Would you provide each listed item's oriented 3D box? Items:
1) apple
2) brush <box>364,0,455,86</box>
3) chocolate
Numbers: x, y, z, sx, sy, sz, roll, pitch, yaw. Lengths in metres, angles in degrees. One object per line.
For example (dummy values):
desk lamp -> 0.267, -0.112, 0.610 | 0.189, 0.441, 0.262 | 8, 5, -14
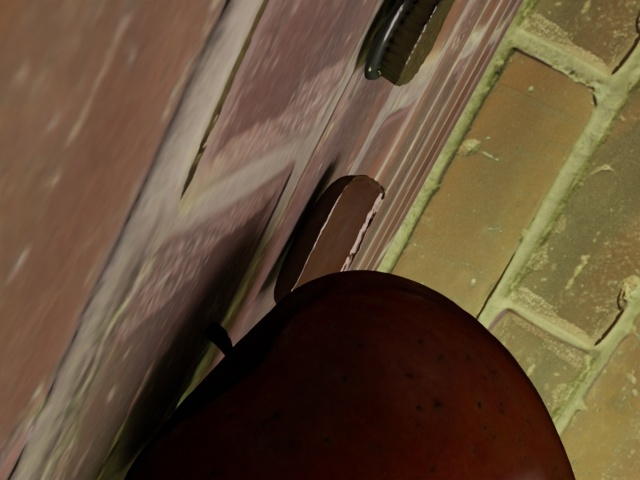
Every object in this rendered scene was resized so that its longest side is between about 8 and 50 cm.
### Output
apple -> 0.018, 0.129, 0.571 | 0.234, 0.234, 0.234 | -60, 175, -9
brush -> 0.082, -0.159, 0.661 | 0.266, 0.027, 0.062 | -55, 173, -51
chocolate -> 0.000, 0.000, 0.716 | 0.064, 0.031, 0.101 | 5, 112, -65
